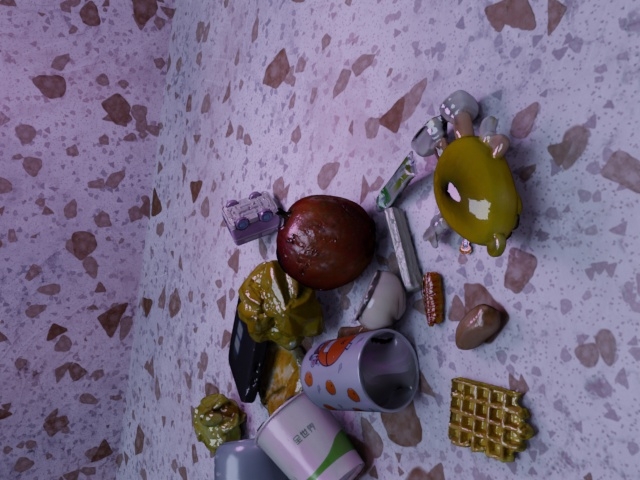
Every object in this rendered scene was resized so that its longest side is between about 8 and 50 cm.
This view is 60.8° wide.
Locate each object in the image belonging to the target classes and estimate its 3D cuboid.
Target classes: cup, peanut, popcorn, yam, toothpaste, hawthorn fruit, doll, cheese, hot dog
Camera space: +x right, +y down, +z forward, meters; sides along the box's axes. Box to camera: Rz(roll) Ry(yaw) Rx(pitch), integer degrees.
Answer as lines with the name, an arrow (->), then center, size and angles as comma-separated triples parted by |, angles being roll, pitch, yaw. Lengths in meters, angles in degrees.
cup -> 0.092, 0.375, 1.537 | 0.317, 0.212, 0.212 | -24, 68, 52
cup -> -0.023, 0.621, 1.629 | 0.274, 0.253, 0.253 | 43, 122, 28
peanut -> 0.367, 0.206, 1.293 | 0.152, 0.076, 0.076 | -57, 45, 40
cup -> -0.244, 0.852, 1.954 | 0.356, 0.259, 0.274 | 104, 159, -71
popcorn -> -0.409, 0.743, 2.212 | 0.255, 0.195, 0.256 | -59, 43, 46
yam -> 0.129, 0.276, 1.625 | 0.241, 0.057, 0.057 | -17, 74, 53
toothpaste -> 0.209, -0.148, 1.519 | 0.248, 0.047, 0.078 | 122, 146, -57
hawthorn fruit -> 0.013, 0.011, 1.626 | 0.316, 0.316, 0.316 | -7, 81, 53
doll -> 0.332, -0.155, 1.307 | 0.348, 0.161, 0.423 | 158, 114, -69
cheese -> 0.365, -0.021, 1.363 | 0.047, 0.017, 0.111 | 4, 90, 57
hot dog -> 0.292, 0.153, 1.428 | 0.062, 0.038, 0.144 | -11, 78, 52

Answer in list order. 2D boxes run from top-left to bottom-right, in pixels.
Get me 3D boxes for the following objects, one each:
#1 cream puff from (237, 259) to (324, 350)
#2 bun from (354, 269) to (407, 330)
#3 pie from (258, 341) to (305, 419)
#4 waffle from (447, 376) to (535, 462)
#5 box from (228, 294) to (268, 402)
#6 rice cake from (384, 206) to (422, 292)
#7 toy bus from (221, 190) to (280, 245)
cream puff -> -0.146, 0.193, 1.781 | 0.270, 0.274, 0.323 | 68, 180, -66
bun -> 0.176, 0.172, 1.510 | 0.173, 0.120, 0.173 | 24, -90, -88
pie -> -0.131, 0.513, 1.943 | 0.339, 0.077, 0.339 | -22, 63, 56
waffle -> 0.392, 0.416, 1.254 | 0.211, 0.055, 0.160 | 3, 89, 53
box -> -0.274, 0.391, 2.075 | 0.359, 0.091, 0.350 | -137, 56, -67
rice cake -> 0.228, 0.022, 1.520 | 0.057, 0.052, 0.256 | 100, 159, -68
toy bus -> -0.262, -0.086, 2.080 | 0.142, 0.202, 0.142 | 84, 160, -47
